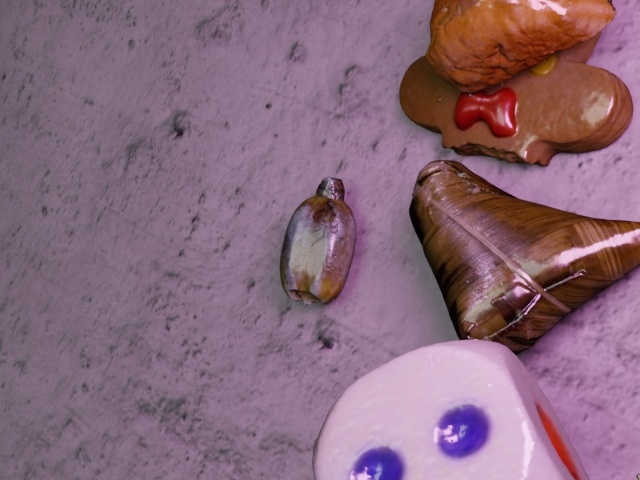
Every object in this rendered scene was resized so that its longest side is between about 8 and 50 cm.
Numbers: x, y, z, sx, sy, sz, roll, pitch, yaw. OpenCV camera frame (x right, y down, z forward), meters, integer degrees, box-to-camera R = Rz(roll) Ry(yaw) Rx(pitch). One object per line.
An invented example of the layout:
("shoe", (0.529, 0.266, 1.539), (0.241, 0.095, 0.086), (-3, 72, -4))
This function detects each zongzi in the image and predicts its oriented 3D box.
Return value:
("zongzi", (0.265, -0.022, 1.410), (0.288, 0.134, 0.286), (-34, 52, 18))

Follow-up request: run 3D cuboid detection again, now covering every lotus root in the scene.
("lotus root", (0.000, 0.000, 1.680), (0.113, 0.088, 0.192), (10, 85, 30))

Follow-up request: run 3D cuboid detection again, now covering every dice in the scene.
("dice", (0.159, 0.283, 1.283), (0.251, 0.259, 0.243), (-29, 54, 12))

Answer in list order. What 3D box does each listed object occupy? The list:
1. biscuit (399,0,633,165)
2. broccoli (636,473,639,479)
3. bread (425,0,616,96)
("biscuit", (0.272, -0.296, 1.500), (0.368, 0.076, 0.394), (20, 93, 46))
("broccoli", (0.337, 0.435, 1.035), (0.353, 0.397, 0.275), (36, 129, 39))
("bread", (0.220, -0.283, 1.404), (0.260, 0.134, 0.129), (-20, 62, 38))
